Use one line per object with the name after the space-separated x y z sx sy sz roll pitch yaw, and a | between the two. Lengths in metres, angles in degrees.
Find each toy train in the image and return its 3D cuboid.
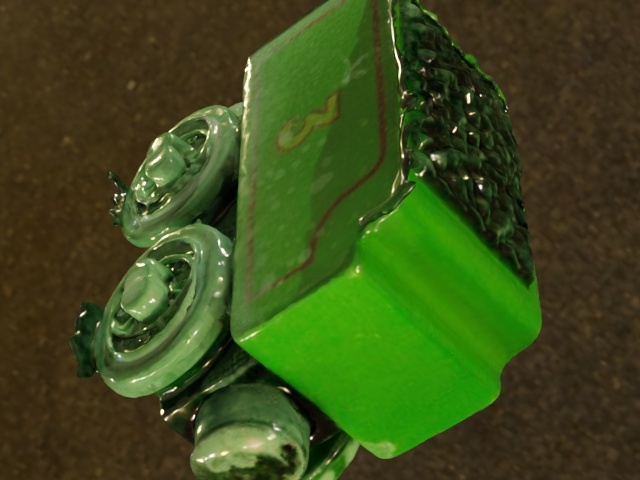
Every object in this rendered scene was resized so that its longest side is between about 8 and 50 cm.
0.000 0.000 0.687 0.188 0.132 0.243 -32 33 25 | toy train
